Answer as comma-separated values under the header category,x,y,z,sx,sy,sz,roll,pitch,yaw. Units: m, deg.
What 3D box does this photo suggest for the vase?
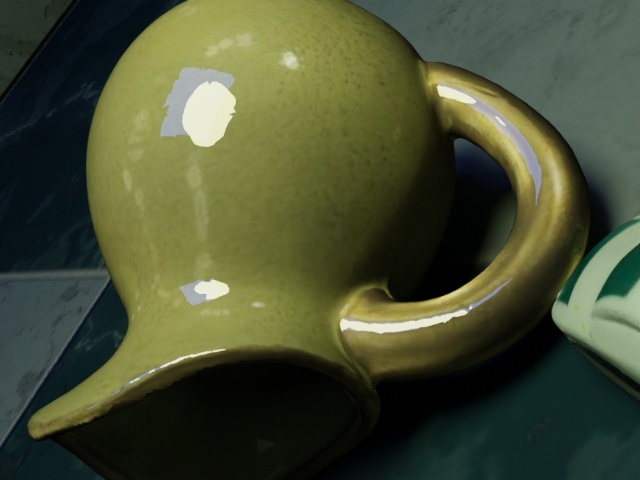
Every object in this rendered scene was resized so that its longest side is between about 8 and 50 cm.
category,x,y,z,sx,sy,sz,roll,pitch,yaw
vase,0.000,0.000,0.720,0.329,0.241,0.302,-6,57,24

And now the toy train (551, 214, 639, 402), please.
category,x,y,z,sx,sy,sz,roll,pitch,yaw
toy train,0.192,0.060,0.459,0.086,0.088,0.407,-49,25,1
